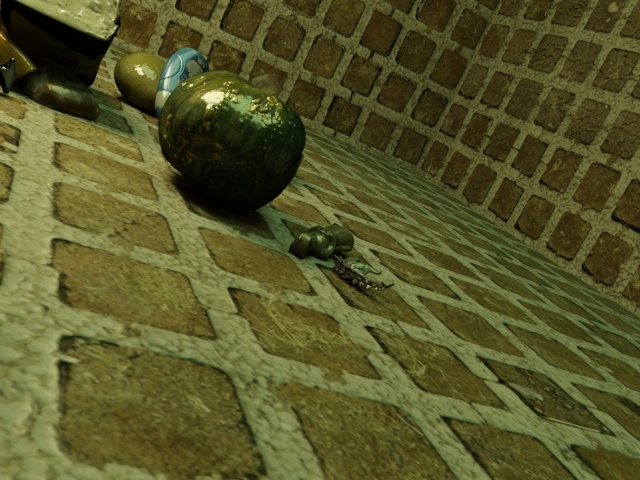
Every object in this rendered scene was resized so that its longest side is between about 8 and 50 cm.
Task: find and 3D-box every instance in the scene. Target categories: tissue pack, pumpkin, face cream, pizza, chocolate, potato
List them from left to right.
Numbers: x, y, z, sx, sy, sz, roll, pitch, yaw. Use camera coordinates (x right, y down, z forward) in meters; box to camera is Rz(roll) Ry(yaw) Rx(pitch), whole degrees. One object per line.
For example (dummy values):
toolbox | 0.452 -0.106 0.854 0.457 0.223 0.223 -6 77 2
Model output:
pizza | -0.751 -0.440 1.585 0.271 0.056 0.134 26 -31 29
chocolate | -0.633 -0.381 1.648 0.157 0.080 0.254 12 19 -45
tissue pack | -0.643 -0.575 1.706 0.264 0.253 0.416 18 -13 -25
potato | -0.519 -0.472 2.063 0.235 0.160 0.178 43 54 11
face cream | -0.406 -0.434 1.983 0.083 0.264 0.149 -11 -38 35
pumpkin | -0.187 -0.212 1.434 0.291 0.257 0.328 33 2 -25

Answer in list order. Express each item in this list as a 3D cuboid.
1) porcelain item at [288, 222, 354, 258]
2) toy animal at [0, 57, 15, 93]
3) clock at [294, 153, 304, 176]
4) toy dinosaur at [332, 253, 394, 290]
porcelain item | 0.000 0.000 1.404 0.084 0.054 0.213 28 14 20
toy animal | -0.732 -0.372 1.472 0.202 0.070 0.105 36 41 30
clock | -0.157 -0.256 2.011 0.143 0.096 0.202 31 13 32
toy dinosaur | 0.074 0.062 1.318 0.082 0.039 0.209 13 7 -33
